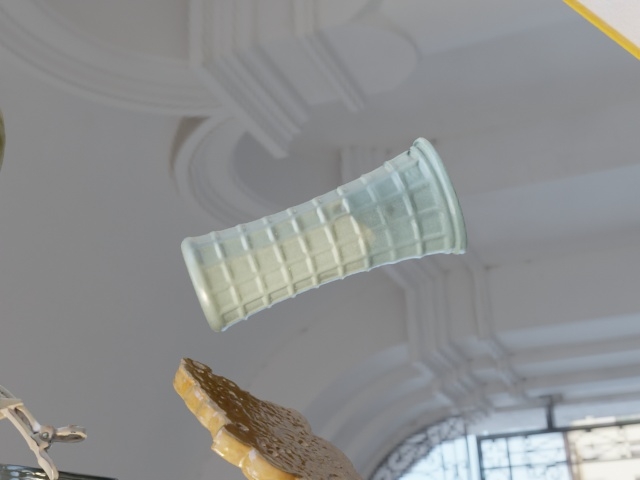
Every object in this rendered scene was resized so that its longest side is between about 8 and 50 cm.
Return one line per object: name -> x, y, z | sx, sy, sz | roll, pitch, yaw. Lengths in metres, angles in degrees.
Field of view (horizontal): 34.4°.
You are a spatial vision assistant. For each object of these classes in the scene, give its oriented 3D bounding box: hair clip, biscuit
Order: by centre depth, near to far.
biscuit -> -0.026, 0.173, 0.827 | 0.162, 0.250, 0.035 | 10, -70, -61
hair clip -> -0.380, 0.195, 1.243 | 0.072, 0.226, 0.034 | -46, -13, -37

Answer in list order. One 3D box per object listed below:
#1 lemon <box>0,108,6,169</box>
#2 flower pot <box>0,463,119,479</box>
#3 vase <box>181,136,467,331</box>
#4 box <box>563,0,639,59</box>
lemon -> -0.642, -0.141, 1.652 | 0.316, 0.285, 0.285 | -58, -20, 7
flower pot -> -0.343, 0.343, 1.305 | 0.157, 0.157, 0.107 | 40, -125, -61
vase -> 0.000, 0.000, 1.161 | 0.143, 0.298, 0.143 | 160, 90, -85
box -> 0.336, -0.256, 0.718 | 0.213, 0.284, 0.259 | -3, -140, -35
